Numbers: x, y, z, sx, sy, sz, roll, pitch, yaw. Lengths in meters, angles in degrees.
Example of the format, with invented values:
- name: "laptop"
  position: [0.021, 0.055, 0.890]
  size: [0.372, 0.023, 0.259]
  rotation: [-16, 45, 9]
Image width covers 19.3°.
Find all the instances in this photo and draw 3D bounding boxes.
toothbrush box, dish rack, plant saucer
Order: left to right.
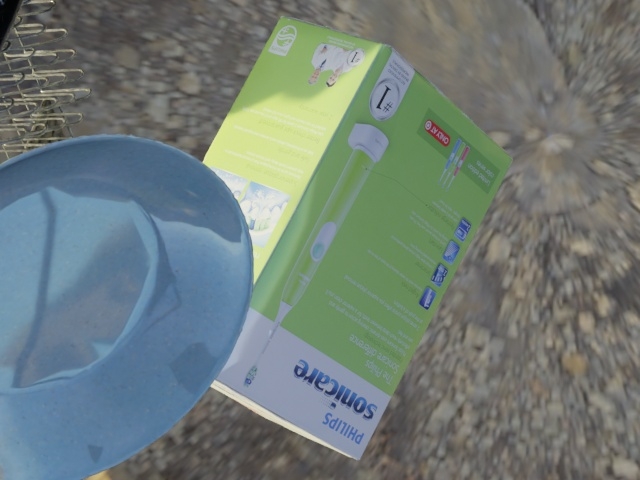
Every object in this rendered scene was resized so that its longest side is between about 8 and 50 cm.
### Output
- name: "dish rack"
  position: [-0.258, -0.122, 1.630]
  size: [0.074, 0.208, 0.271]
  rotation: [-6, 129, 15]
- name: "plant saucer"
  position: [-0.125, 0.029, 0.891]
  size: [0.195, 0.195, 0.037]
  rotation: [-51, 43, 7]
- name: "toothbrush box"
  position: [0.000, 0.000, 1.485]
  size: [0.122, 0.206, 0.283]
  rotation: [19, 80, 42]
